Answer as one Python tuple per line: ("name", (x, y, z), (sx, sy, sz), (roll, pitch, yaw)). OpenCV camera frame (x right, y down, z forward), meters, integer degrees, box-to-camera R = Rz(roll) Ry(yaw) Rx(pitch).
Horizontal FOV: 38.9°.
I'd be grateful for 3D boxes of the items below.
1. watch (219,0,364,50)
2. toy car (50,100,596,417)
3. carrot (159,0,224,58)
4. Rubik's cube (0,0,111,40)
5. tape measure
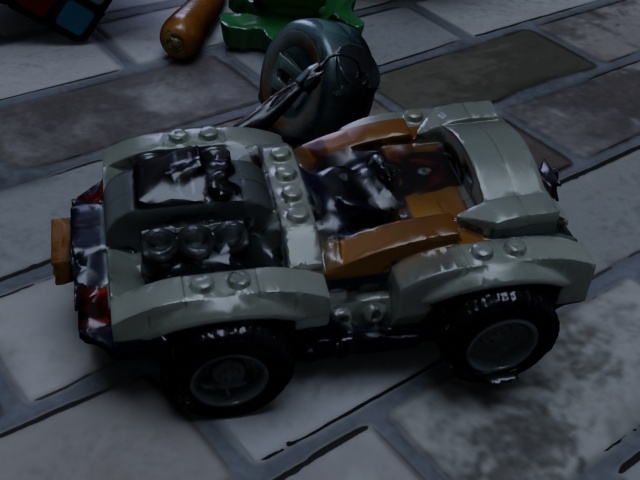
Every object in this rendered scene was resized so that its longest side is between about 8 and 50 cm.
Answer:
("watch", (-0.017, -0.260, 0.819), (0.131, 0.152, 0.165), (7, 37, -4))
("toy car", (-0.001, -0.001, 0.530), (0.301, 0.118, 0.193), (-4, 42, -11))
("carrot", (-0.110, -0.219, 0.850), (0.037, 0.037, 0.190), (10, 35, 4))
("Rubik's cube", (-0.246, -0.319, 0.781), (0.184, 0.182, 0.187), (25, 26, -36))
("tape measure", (-0.049, -0.102, 0.650), (0.179, 0.104, 0.107), (-16, 48, -28))
